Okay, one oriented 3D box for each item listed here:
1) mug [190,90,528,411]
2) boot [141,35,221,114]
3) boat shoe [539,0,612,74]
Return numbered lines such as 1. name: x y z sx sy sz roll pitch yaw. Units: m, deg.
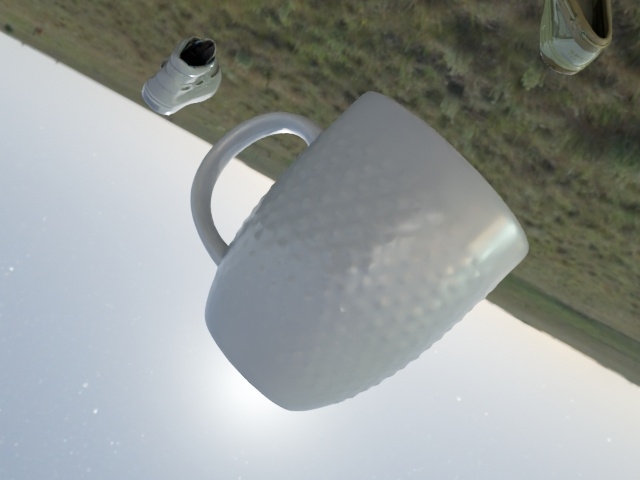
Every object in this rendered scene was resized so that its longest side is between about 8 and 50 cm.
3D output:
1. mug: 0.000 0.000 0.739 0.374 0.328 0.276 46 -179 13
2. boot: -0.227 -0.327 1.123 0.095 0.123 0.258 44 -148 -13
3. boat shoe: 0.193 -0.204 0.449 0.056 0.153 0.048 9 167 -12
